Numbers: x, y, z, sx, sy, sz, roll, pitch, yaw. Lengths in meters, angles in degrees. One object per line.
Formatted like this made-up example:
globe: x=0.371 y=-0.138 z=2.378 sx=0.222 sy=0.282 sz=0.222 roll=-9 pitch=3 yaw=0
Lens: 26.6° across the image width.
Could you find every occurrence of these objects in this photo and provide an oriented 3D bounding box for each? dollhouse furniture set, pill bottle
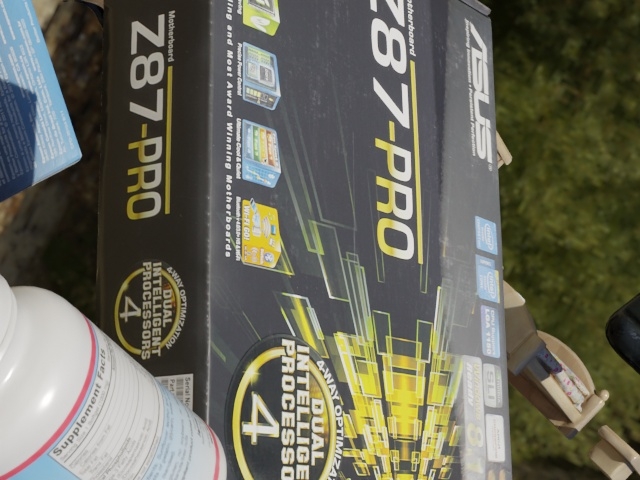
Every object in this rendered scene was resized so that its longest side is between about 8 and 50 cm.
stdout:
dollhouse furniture set: x=0.189 y=0.019 z=1.283 sx=0.174 sy=0.355 sz=0.303 roll=-45 pitch=145 yaw=-1
pill bottle: x=-0.114 y=0.075 z=0.562 sx=0.087 sy=0.160 sz=0.087 roll=-20 pitch=-134 yaw=22

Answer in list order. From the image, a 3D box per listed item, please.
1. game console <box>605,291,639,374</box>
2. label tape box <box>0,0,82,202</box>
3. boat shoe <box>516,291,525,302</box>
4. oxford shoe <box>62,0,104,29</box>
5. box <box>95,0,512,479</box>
game console: x=0.374 y=0.029 z=1.225 sx=0.361 sy=0.213 sz=0.044 roll=-29 pitch=146 yaw=-40
label tape box: x=-0.388 y=-0.133 z=1.282 sx=0.106 sy=0.240 sz=0.334 roll=-9 pitch=-164 yaw=28
boat shoe: x=0.133 y=0.047 z=1.759 sx=0.088 sy=0.267 sz=0.096 roll=-59 pitch=-171 yaw=-7
oxford shoe: x=-0.291 y=-0.343 z=1.681 sx=0.096 sy=0.227 sz=0.083 roll=-37 pitch=-158 yaw=-14
box: x=0.000 y=0.000 z=0.844 sx=0.097 sy=0.318 sz=0.395 roll=-9 pitch=-106 yaw=34
